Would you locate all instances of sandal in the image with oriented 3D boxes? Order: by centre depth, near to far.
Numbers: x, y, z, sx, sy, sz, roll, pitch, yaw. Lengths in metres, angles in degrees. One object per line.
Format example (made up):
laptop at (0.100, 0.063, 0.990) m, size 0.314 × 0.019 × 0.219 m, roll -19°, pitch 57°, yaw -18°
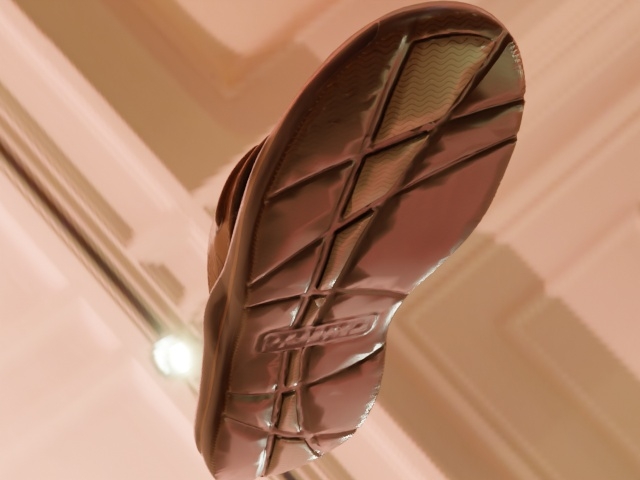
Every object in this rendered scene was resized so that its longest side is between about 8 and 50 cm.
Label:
sandal at (0.000, 0.000, 0.647) m, size 0.090 × 0.219 × 0.060 m, roll -9°, pitch -129°, yaw -25°
